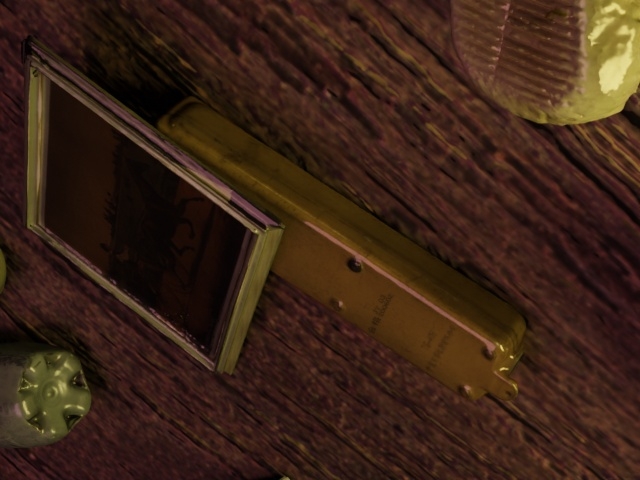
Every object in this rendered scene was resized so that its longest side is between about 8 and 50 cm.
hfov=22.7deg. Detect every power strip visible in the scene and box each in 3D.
[{"bbox_3d":[0.000,0.000,0.989,0.305,0.044,0.064,33,139,9],"label":"power strip"}]

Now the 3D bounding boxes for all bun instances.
[{"bbox_3d":[0.118,-0.113,0.779,0.115,0.069,0.115,21,120,42],"label":"bun"}]

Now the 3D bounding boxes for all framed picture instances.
[{"bbox_3d":[-0.122,-0.009,1.048,0.197,0.014,0.252,37,154,8],"label":"framed picture"}]

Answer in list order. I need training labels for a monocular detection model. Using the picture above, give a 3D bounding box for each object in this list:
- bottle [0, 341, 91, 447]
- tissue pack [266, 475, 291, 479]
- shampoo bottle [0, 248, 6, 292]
[{"bbox_3d":[-0.292,0.126,1.294,0.269,0.083,0.083,-6,120,45],"label":"bottle"},{"bbox_3d":[-0.061,0.237,1.202,0.111,0.085,0.079,-21,110,45],"label":"tissue pack"},{"bbox_3d":[-0.309,0.045,1.238,0.079,0.079,0.162,48,139,-6],"label":"shampoo bottle"}]
